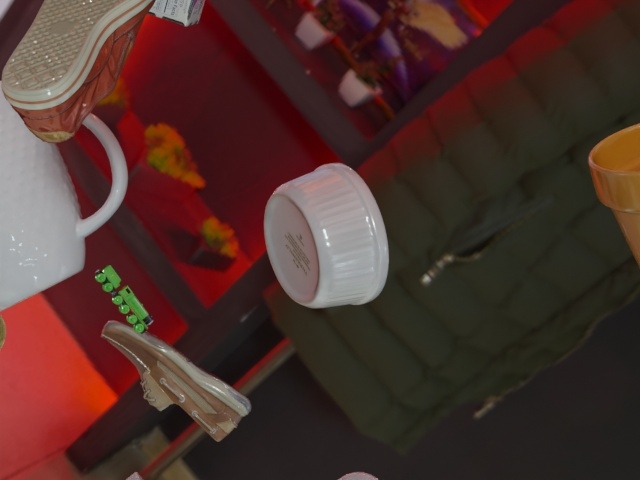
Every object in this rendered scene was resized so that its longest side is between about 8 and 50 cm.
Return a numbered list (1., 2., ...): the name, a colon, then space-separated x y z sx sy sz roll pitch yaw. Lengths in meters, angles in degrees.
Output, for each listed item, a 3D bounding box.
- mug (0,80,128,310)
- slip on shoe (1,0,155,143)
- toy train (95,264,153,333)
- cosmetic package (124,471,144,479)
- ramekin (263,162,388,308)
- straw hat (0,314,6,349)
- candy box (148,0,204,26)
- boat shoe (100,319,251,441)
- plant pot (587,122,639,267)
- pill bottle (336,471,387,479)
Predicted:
1. mug: -0.502 -0.080 1.587 0.328 0.374 0.276 64 4 -5
2. slip on shoe: -0.283 -0.245 1.176 0.123 0.101 0.331 9 48 11
3. toy train: -0.206 0.061 1.004 0.083 0.023 0.017 55 -17 -13
4. cosmetic package: -0.281 0.595 1.653 0.197 0.155 0.365 57 -9 -32
5. ramekin: 0.000 0.000 1.745 0.127 0.273 0.273 -15 61 -28
6. straw hat: -0.652 0.158 1.760 0.144 0.144 0.061 36 2 -18
7. candy box: -0.318 -0.433 1.620 0.233 0.071 0.159 18 14 -6
8. boat shoe: -0.289 0.269 1.824 0.324 0.116 0.123 34 -8 -1
9. plant pot: 0.466 -0.042 1.230 0.205 0.205 0.188 -57 133 -61
10. pill bottle: 0.116 0.419 1.354 0.245 0.130 0.130 32 30 -42
